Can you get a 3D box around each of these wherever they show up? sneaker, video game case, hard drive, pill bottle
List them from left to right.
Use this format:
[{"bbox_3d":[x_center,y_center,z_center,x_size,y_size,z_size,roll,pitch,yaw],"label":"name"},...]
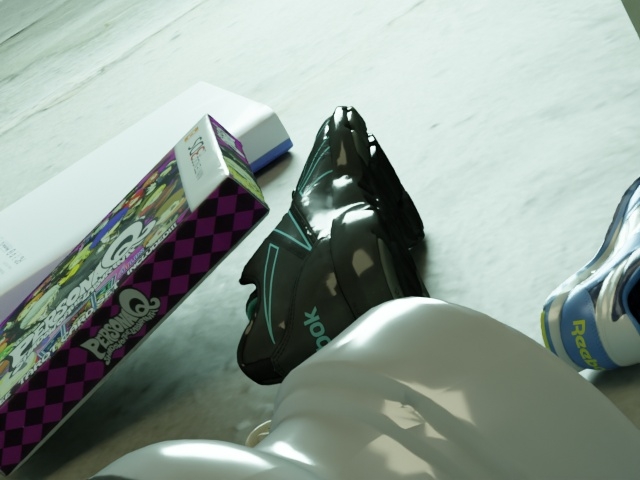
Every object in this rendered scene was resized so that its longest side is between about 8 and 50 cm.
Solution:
[{"bbox_3d":[-0.191,-0.016,1.551,0.319,0.040,0.210,-34,20,-11],"label":"hard drive"},{"bbox_3d":[-0.134,0.028,1.259,0.232,0.042,0.210,-45,14,6],"label":"video game case"},{"bbox_3d":[-0.052,0.192,0.580,0.363,0.210,0.210,-40,21,-26],"label":"pill bottle"},{"bbox_3d":[0.000,0.000,1.148,0.106,0.101,0.267,-29,19,12],"label":"sneaker"},{"bbox_3d":[0.167,0.012,0.951,0.059,0.053,0.144,-6,39,51],"label":"sneaker"}]

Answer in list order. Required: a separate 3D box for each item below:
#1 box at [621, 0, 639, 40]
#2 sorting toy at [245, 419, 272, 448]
[{"bbox_3d":[0.317,-0.207,1.207,0.275,0.094,0.113,-12,26,41],"label":"box"},{"bbox_3d":[0.020,0.096,0.974,0.083,0.045,0.075,-12,19,43],"label":"sorting toy"}]
